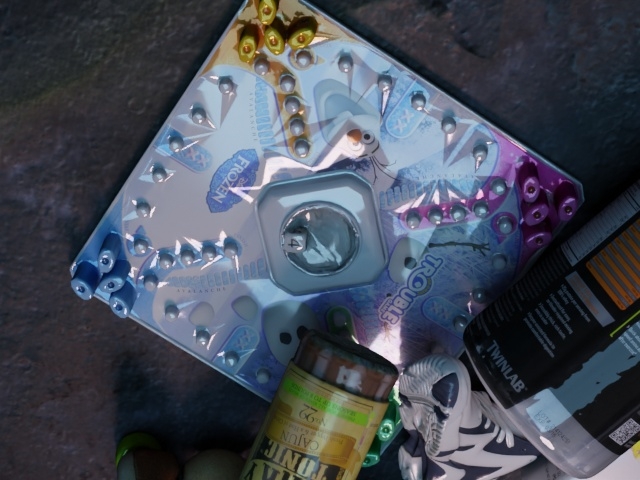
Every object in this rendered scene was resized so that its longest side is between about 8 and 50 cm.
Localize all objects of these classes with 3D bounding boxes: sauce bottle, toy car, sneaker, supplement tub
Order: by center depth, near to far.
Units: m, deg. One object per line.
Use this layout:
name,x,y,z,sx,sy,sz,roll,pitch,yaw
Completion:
supplement tub,0.308,0.062,1.477,0.316,0.193,0.193,-41,105,12
sauce bottle,-0.033,0.263,1.537,0.111,0.111,0.344,21,93,-5
sneaker,0.165,0.177,1.576,0.153,0.094,0.235,-20,137,-17
toy car,-0.116,0.280,1.648,0.188,0.155,0.149,-10,113,-5

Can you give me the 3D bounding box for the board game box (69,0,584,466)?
board game box,0.000,0.000,1.562,0.390,0.050,0.390,32,112,-10

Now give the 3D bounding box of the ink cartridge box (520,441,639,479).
ink cartridge box,0.372,0.239,1.600,0.278,0.117,0.201,-38,106,18
